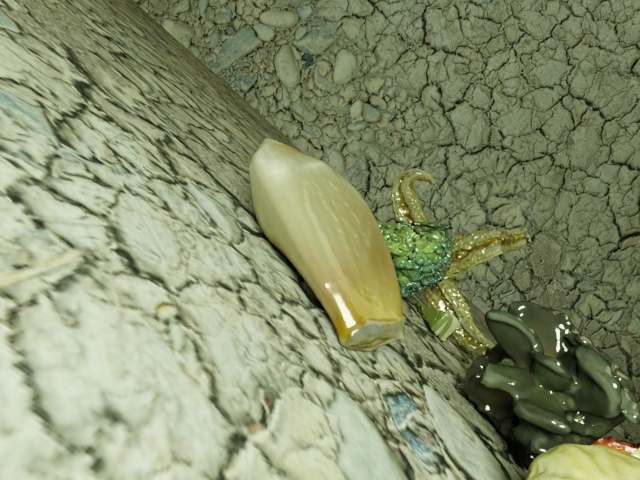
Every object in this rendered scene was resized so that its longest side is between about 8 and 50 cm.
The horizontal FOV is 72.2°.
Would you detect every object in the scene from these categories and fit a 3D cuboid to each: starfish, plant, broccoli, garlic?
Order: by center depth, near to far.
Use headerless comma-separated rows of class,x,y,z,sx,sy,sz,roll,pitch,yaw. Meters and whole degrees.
garlic,0.006,-0.001,0.558,0.143,0.112,0.318,-1,45,-41
plant,0.313,0.209,0.622,0.276,0.188,0.199,33,17,-49
broccoli,0.142,0.010,0.946,0.275,0.177,0.199,24,15,19
starfish,0.303,0.043,1.018,0.083,0.323,0.432,-10,45,-48

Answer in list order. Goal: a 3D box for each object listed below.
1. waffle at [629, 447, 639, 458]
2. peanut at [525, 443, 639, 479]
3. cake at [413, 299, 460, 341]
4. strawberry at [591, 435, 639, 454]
waffle,0.451,0.355,0.481,0.248,0.055,0.221,29,-29,41
peanut,0.319,0.301,0.378,0.305,0.147,0.147,44,11,7
cake,0.237,0.168,0.941,0.051,0.055,0.140,38,-6,-15
strawberry,0.506,0.419,0.670,0.236,0.190,0.111,37,-37,47
